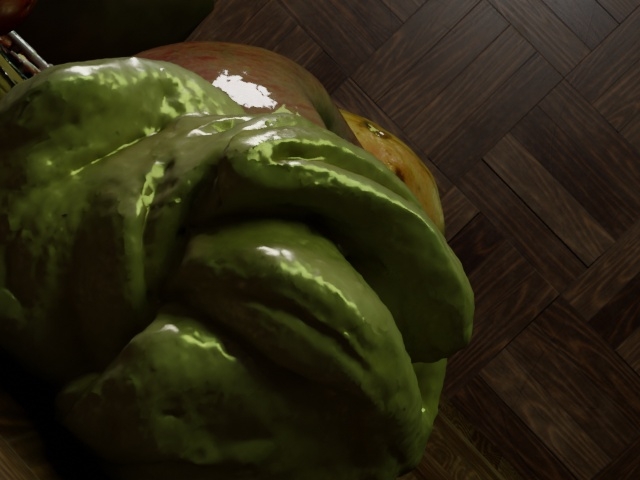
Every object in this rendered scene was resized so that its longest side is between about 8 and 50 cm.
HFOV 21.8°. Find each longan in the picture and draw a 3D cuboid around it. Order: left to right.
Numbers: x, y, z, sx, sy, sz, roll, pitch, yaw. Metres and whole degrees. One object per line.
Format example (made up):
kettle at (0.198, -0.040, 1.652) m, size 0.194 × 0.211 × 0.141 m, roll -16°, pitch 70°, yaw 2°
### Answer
longan at (-0.336, -0.381, 2.043) m, size 0.435 × 0.404 × 0.404 m, roll 1°, pitch 38°, yaw -46°

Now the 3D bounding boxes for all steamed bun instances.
steamed bun at (-0.064, 0.029, 1.157) m, size 0.324 × 0.230 × 0.372 m, roll -25°, pitch 74°, yaw -43°

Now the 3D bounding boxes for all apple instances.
apple at (-0.073, -0.037, 1.589) m, size 0.345 × 0.269 × 0.345 m, roll 155°, pitch -90°, yaw -83°

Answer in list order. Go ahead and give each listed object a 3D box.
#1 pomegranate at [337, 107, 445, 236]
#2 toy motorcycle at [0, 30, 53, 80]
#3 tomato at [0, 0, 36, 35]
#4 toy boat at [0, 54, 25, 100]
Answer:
pomegranate at (0.000, 0.000, 2.185) m, size 0.342 × 0.342 × 0.342 m, roll 46°, pitch 4°, yaw -4°
toy motorcycle at (-0.295, -0.136, 1.890) m, size 0.298 × 0.089 × 0.171 m, roll 42°, pitch 4°, yaw -38°
tomato at (-0.400, -0.259, 1.737) m, size 0.227 × 0.101 × 0.228 m, roll 12°, pitch 23°, yaw -5°
toy boat at (-0.312, -0.120, 1.565) m, size 0.226 × 0.088 × 0.068 m, roll 47°, pitch 9°, yaw 28°
